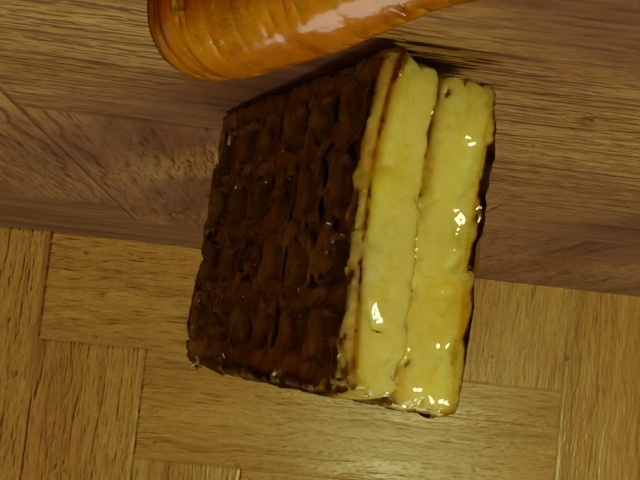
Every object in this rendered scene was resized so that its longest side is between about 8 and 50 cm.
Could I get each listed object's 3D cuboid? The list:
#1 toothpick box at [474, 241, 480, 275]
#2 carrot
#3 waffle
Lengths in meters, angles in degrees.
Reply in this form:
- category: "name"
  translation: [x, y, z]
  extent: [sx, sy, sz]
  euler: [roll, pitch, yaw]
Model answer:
- category: "toothpick box"
  translation: [0.021, 0.020, 1.075]
  extent: [0.192, 0.192, 0.294]
  euler: [10, 169, -36]
- category: "carrot"
  translation: [0.023, -0.103, 0.409]
  extent: [0.256, 0.061, 0.061]
  euler: [0, 172, 34]
- category: "waffle"
  translation: [-0.001, 0.000, 0.691]
  extent: [0.091, 0.213, 0.308]
  euler: [10, 174, -24]
